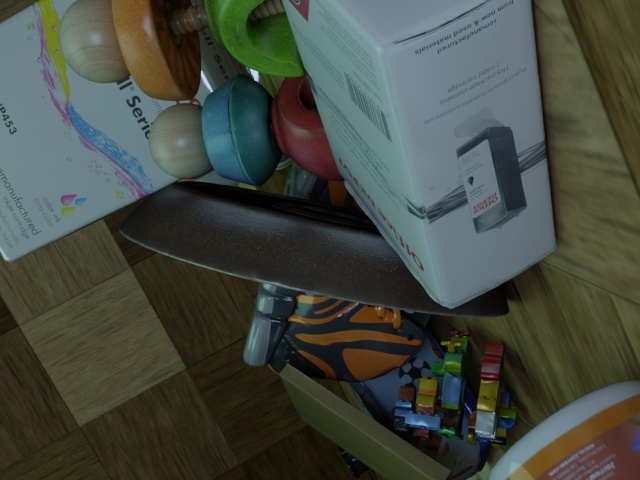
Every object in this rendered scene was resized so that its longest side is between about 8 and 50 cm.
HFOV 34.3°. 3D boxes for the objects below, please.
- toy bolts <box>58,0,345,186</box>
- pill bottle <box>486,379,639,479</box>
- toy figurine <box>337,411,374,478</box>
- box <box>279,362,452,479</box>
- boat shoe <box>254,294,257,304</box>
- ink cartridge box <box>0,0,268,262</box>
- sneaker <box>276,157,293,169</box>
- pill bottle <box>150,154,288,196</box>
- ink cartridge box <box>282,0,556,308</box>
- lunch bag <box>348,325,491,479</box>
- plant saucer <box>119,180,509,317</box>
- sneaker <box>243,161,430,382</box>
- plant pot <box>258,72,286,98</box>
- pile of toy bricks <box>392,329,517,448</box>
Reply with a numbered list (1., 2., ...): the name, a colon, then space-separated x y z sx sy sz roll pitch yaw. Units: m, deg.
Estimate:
1. toy bolts: -0.077 -0.146 0.768 0.228 0.159 0.218 67 -161 -46
2. pill bottle: 0.201 0.197 0.591 0.216 0.121 0.121 57 171 27
3. toy figurine: 0.132 0.327 1.473 0.213 0.148 0.209 59 178 5
4. box: 0.052 0.214 1.093 0.201 0.021 0.164 32 162 21
5. boat shoe: -0.038 0.111 1.247 0.066 0.066 0.183 62 -173 -20
6. ink cartridge box: -0.187 -0.148 0.992 0.207 0.354 0.119 62 -162 -8
7. sneaker: -0.086 -0.162 1.472 0.144 0.053 0.059 45 165 37
8. pill bottle: -0.165 -0.229 1.145 0.362 0.210 0.210 63 172 -5
9. ink cartridge box: 0.057 -0.087 0.626 0.158 0.092 0.217 55 169 41
10. lunch bag: 0.087 0.160 1.262 0.303 0.115 0.243 57 174 23
11. plant saucer: 0.000 0.000 0.821 0.310 0.311 0.050 -146 67 -74
12. sneaker: 0.038 0.015 1.064 0.124 0.180 0.321 -82 7 -54
13. plant pot: -0.010 -0.153 0.868 0.081 0.083 0.081 62 172 -7
14. pile of toy bricks: 0.131 0.136 0.993 0.212 0.118 0.105 52 -135 -70
